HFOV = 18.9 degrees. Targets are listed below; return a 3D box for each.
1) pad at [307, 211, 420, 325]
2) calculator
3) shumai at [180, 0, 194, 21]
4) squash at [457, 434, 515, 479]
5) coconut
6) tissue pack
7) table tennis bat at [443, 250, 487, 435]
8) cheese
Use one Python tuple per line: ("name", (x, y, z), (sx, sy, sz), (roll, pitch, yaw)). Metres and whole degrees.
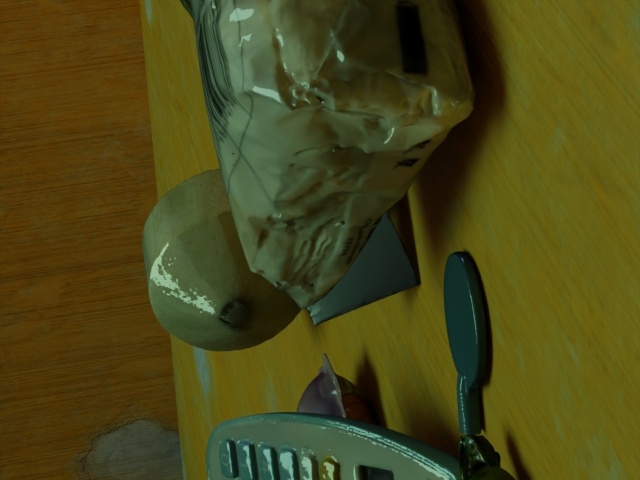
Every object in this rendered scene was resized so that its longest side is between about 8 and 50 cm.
("pad", (0.004, -0.026, 1.759), (0.127, 0.004, 0.190), (-22, 93, 36))
("calculator", (0.015, 0.283, 1.770), (0.386, 0.054, 0.256), (1, 101, 47))
("shumai", (-0.058, -0.323, 1.855), (0.272, 0.203, 0.222), (54, -157, -17))
("squash", (0.143, 0.299, 1.445), (0.080, 0.071, 0.319), (117, 143, -75))
("coconut", (-0.113, 0.029, 2.308), (0.222, 0.202, 0.202), (-107, 13, -54))
("tissue pack", (-0.017, -0.175, 1.554), (0.375, 0.195, 0.390), (122, 141, -68))
("table tennis bat", (0.118, 0.085, 1.561), (0.100, 0.019, 0.155), (-131, 35, -71))
("cheese", (0.025, 0.256, 2.074), (0.189, 0.074, 0.286), (-117, 17, -62))
